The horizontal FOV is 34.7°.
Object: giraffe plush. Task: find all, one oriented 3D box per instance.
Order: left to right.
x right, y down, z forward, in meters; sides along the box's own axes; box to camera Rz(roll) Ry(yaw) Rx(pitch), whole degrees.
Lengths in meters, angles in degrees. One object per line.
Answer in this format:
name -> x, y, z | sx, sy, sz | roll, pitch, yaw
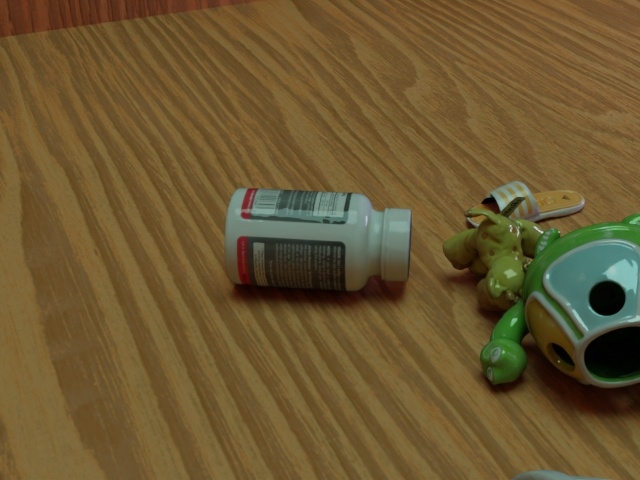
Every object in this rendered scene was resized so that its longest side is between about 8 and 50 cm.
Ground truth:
giraffe plush -> 0.320, 0.051, 1.769 | 0.181, 0.210, 0.170 | -1, 60, -7

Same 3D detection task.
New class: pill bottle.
pill bottle -> 0.000, 0.000, 1.823 | 0.319, 0.176, 0.176 | 3, 31, 7

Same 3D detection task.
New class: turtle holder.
turtle holder -> 0.412, 0.107, 1.573 | 0.320, 0.243, 0.227 | 3, 32, 4

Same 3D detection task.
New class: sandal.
sandal -> 0.410, -0.086, 2.053 | 0.265, 0.076, 0.102 | -14, 33, -20

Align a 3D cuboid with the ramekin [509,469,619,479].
ramekin -> 0.295, 0.382, 1.113 | 0.127, 0.272, 0.273 | 1, 29, -22
